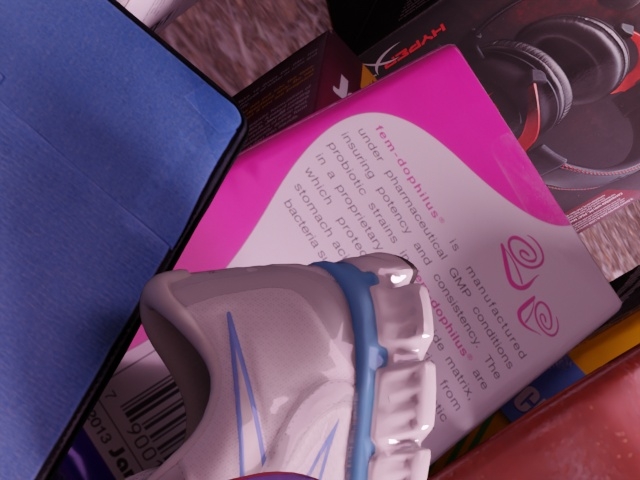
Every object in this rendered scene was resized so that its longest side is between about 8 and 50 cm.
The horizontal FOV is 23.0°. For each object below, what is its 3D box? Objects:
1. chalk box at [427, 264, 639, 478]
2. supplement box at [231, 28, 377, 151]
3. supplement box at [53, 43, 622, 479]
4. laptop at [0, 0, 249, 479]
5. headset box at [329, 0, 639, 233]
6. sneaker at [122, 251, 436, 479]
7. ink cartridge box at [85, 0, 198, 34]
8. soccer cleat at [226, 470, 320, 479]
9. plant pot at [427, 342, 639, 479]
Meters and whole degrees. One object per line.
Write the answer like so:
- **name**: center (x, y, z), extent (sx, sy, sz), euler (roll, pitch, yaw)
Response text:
- **chalk box**: center (0.189, 0.093, 0.704), extent (0.179, 0.289, 0.180), euler (58, 25, 2)
- **supplement box**: center (0.000, 0.000, 0.717), extent (0.104, 0.081, 0.188), euler (46, 26, -23)
- **supplement box**: center (-0.022, 0.038, 0.503), extent (0.220, 0.114, 0.111), euler (-31, 88, -40)
- **laptop**: center (-0.174, -0.099, 0.223), extent (0.382, 0.236, 0.408), euler (-65, 164, -47)
- **headset box**: center (0.179, -0.136, 1.047), extent (0.293, 0.218, 0.110), euler (35, 34, -41)
- **sneaker**: center (-0.018, 0.093, 0.372), extent (0.083, 0.071, 0.190), euler (5, 66, -17)
- **ink cartridge box**: center (-0.149, -0.219, 0.608), extent (0.324, 0.071, 0.330), euler (37, 28, -1)
- **soccer cleat**: center (-0.054, 0.152, 0.267), extent (0.083, 0.248, 0.095), euler (45, -16, -25)
- **plant pot**: center (0.124, 0.182, 0.524), extent (0.265, 0.272, 0.272), euler (57, 24, 11)
